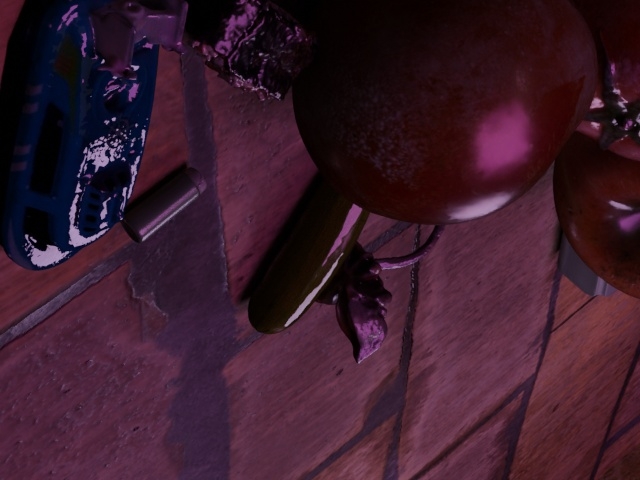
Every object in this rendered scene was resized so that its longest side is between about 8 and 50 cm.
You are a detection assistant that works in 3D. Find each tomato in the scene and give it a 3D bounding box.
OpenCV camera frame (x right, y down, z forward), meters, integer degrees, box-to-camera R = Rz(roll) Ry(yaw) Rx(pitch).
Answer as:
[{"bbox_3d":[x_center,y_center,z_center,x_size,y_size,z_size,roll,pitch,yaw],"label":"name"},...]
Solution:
[{"bbox_3d":[0.099,-0.152,1.460,0.270,0.270,0.223,-42,118,-12],"label":"tomato"},{"bbox_3d":[0.354,-0.221,1.775,0.265,0.265,0.265,-37,153,-22],"label":"tomato"}]

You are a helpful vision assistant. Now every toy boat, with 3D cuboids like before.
[{"bbox_3d":[-0.179,-0.077,1.320,0.134,0.092,0.299,-31,150,-39],"label":"toy boat"}]

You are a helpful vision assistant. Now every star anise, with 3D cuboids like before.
[{"bbox_3d":[0.089,-0.001,1.843,0.227,0.148,0.219,-19,101,-28],"label":"star anise"}]

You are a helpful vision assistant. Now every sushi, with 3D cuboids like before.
[{"bbox_3d":[-0.065,-0.169,1.368,0.078,0.090,0.150,-54,153,5],"label":"sushi"}]

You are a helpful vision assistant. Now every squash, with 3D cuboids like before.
[{"bbox_3d":[0.000,0.000,1.742,0.066,0.066,0.252,-3,130,-57],"label":"squash"}]

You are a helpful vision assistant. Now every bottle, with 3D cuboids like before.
[{"bbox_3d":[-0.142,-0.033,1.510,0.083,0.030,0.030,-40,154,-19],"label":"bottle"}]

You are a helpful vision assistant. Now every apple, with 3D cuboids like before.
[{"bbox_3d":[0.458,-0.098,2.058,0.305,0.338,0.338,-53,163,-39],"label":"apple"}]

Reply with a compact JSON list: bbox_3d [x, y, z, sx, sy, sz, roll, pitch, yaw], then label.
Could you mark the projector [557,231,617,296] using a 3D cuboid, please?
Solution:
[{"bbox_3d":[0.448,-0.062,2.329,0.250,0.108,0.198,-37,153,-19],"label":"projector"}]
